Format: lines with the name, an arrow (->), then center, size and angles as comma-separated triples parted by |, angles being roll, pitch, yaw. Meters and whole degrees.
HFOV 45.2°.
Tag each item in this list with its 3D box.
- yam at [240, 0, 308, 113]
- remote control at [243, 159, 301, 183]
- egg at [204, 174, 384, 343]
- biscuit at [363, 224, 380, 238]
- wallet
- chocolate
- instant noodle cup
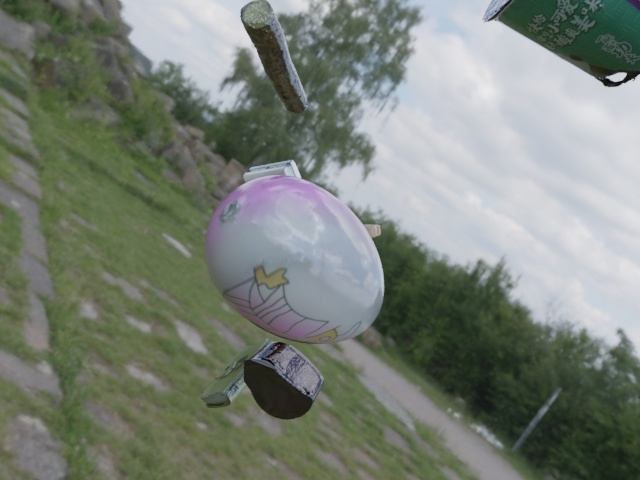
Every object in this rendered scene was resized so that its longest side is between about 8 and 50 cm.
yam -> -0.074, -0.309, 1.338 | 0.061, 0.061, 0.274 | 36, -12, 24
remote control -> -0.057, -0.025, 1.563 | 0.103, 0.055, 0.277 | -7, -61, 30
egg -> -0.027, 0.035, 0.977 | 0.196, 0.196, 0.271 | 38, -15, 49
biscuit -> 0.003, 0.000, 1.356 | 0.236, 0.040, 0.144 | -16, 14, -34
wallet -> -0.162, 0.266, 1.521 | 0.110, 0.155, 0.039 | -23, -72, 49
chocolate -> -0.053, 0.223, 1.274 | 0.125, 0.080, 0.148 | -1, -52, 32
instant noodle cup -> 0.358, -0.324, 0.968 | 0.190, 0.251, 0.251 | 35, 3, -6
